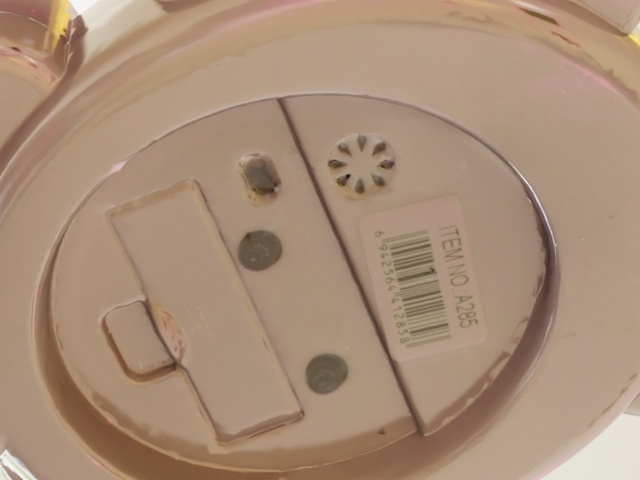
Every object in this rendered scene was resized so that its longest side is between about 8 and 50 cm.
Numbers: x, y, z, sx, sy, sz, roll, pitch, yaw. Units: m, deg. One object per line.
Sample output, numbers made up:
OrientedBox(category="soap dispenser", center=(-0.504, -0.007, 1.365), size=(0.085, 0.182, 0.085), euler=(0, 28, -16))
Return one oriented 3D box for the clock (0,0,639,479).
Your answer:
OrientedBox(category="clock", center=(0.000, 0.000, 0.718), size=(0.322, 0.295, 0.113), euler=(-20, -153, 7))
